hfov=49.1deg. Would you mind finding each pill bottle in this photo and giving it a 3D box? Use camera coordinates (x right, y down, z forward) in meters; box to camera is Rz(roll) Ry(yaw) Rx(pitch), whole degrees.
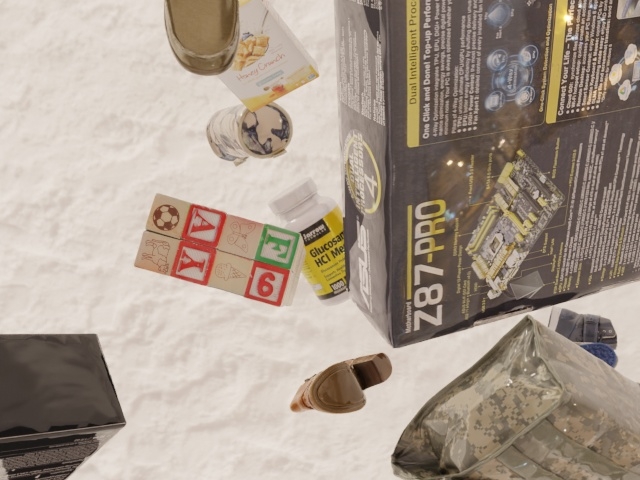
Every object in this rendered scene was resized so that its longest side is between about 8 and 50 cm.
[{"bbox_3d":[0.000,0.000,1.940,0.188,0.188,0.333,-31,100,5],"label":"pill bottle"}]

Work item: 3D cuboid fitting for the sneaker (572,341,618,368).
[{"bbox_3d":[0.467,0.238,1.394,0.233,0.090,0.081,0,74,24],"label":"sneaker"}]

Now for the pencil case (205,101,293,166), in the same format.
[{"bbox_3d":[-0.215,-0.315,2.075,0.160,0.410,0.183,-40,108,-14],"label":"pencil case"}]

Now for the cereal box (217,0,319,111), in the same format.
[{"bbox_3d":[-0.134,-0.373,1.393,0.173,0.240,0.047,-24,54,20],"label":"cereal box"}]

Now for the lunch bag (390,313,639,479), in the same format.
[{"bbox_3d":[0.265,0.274,0.906,0.287,0.235,0.168,-48,24,25],"label":"lunch bag"}]

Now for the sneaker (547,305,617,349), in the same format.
[{"bbox_3d":[0.617,0.259,1.674,0.164,0.086,0.226,11,50,23],"label":"sneaker"}]

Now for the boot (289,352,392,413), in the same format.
[{"bbox_3d":[0.005,0.232,1.058,0.152,0.197,0.072,-27,78,34],"label":"boot"}]

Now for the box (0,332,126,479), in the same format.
[{"bbox_3d":[-0.324,0.162,0.560,0.184,0.261,0.103,-45,58,26],"label":"box"}]

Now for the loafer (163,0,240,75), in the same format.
[{"bbox_3d":[-0.085,-0.188,0.485,0.056,0.050,0.147,-5,81,-5],"label":"loafer"}]

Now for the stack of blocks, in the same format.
[{"bbox_3d":[-0.114,0.024,0.917,0.171,0.297,0.087,15,85,2],"label":"stack of blocks"}]

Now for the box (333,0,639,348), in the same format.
[{"bbox_3d":[0.172,-0.138,0.501,0.319,0.394,0.097,-14,29,-18],"label":"box"}]
